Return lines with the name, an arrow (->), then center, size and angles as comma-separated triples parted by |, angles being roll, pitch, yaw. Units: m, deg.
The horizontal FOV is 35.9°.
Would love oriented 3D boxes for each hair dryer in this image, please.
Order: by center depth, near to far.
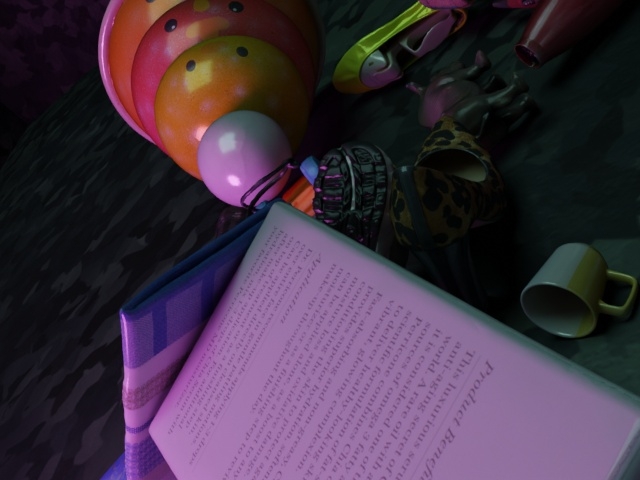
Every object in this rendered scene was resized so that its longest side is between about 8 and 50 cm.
hair dryer -> 0.288, -0.287, 1.153 | 0.223, 0.080, 0.293 | -38, 15, 41

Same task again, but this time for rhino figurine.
rhino figurine -> 0.162, -0.164, 1.146 | 0.106, 0.073, 0.243 | -41, 23, 6

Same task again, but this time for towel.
towel -> -0.103, 0.113, 0.895 | 0.034, 0.285, 0.209 | 30, 46, 25

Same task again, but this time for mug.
mug -> 0.209, 0.039, 0.799 | 0.064, 0.078, 0.062 | -54, -9, -35

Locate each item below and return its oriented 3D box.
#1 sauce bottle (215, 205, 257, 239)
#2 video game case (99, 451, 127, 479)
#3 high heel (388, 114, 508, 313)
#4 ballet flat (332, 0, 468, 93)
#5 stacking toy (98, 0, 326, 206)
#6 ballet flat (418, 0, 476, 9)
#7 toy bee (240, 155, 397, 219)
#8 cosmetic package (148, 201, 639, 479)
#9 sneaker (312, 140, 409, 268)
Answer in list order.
sauce bottle -> -0.116, 0.082, 1.182 | 0.111, 0.111, 0.344 | -35, 26, 26
video game case -> -0.215, 0.341, 1.011 | 0.269, 0.061, 0.244 | -49, 24, -3
high heel -> 0.110, -0.074, 0.918 | 0.093, 0.186, 0.261 | -14, 46, 17
ballet flat -> 0.113, -0.272, 1.394 | 0.231, 0.077, 0.077 | -36, 43, 19
stacking toy -> -0.117, -0.191, 1.357 | 0.350, 0.350, 0.480 | -42, 32, 11
ballet flat -> 0.211, -0.447, 1.269 | 0.106, 0.107, 0.316 | 32, 115, 42
toy bee -> 0.000, 0.000, 1.108 | 0.195, 0.162, 0.298 | -43, -1, 29
cosmetic package -> 0.059, 0.147, 0.661 | 0.230, 0.161, 0.453 | -61, 28, 1
sneaker -> 0.042, 0.046, 0.964 | 0.100, 0.108, 0.271 | 6, 82, 30
